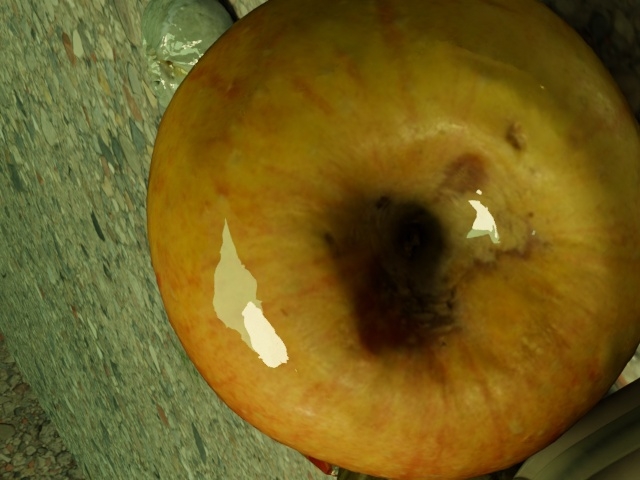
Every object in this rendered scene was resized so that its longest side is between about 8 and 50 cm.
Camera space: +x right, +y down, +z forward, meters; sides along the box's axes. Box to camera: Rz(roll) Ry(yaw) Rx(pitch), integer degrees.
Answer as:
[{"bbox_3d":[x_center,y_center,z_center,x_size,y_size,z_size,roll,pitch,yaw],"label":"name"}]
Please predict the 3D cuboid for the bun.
[{"bbox_3d":[-0.128,-0.178,1.270,0.141,0.083,0.141,47,149,40],"label":"bun"}]

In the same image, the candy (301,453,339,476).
[{"bbox_3d":[-0.012,0.190,1.414,0.292,0.059,0.086,26,139,59],"label":"candy"}]

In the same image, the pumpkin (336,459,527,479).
[{"bbox_3d":[0.136,0.207,0.927,0.260,0.189,0.260,54,-171,-12],"label":"pumpkin"}]

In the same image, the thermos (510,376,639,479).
[{"bbox_3d":[0.167,0.138,0.752,0.105,0.193,0.137,55,155,30],"label":"thermos"}]

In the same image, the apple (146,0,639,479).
[{"bbox_3d":[0.043,-0.013,0.774,0.275,0.299,0.299,168,79,-84],"label":"apple"}]
